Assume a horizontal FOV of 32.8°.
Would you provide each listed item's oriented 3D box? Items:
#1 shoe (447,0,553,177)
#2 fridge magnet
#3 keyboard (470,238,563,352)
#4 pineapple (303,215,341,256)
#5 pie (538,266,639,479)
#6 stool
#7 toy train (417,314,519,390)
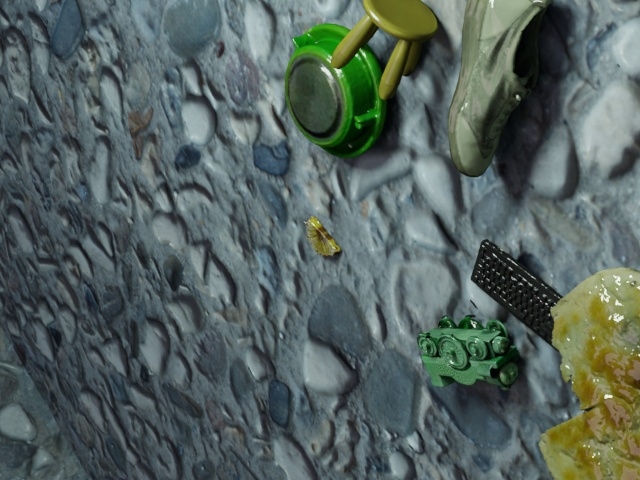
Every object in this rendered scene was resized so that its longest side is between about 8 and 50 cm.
[{"bbox_3d":[0.228,-0.203,1.388,0.098,0.103,0.275,25,128,30],"label":"shoe"},{"bbox_3d":[0.019,-0.225,1.656,0.208,0.088,0.208,28,128,42],"label":"fridge magnet"},{"bbox_3d":[0.305,0.093,1.505,0.250,0.017,0.087,42,138,33],"label":"keyboard"},{"bbox_3d":[0.000,0.000,1.855,0.083,0.019,0.045,51,138,18],"label":"pineapple"},{"bbox_3d":[0.401,0.195,1.331,0.337,0.075,0.338,2,93,44],"label":"pie"},{"bbox_3d":[0.091,-0.278,1.508,0.110,0.134,0.135,-59,41,40],"label":"stool"},{"bbox_3d":[0.219,0.171,1.614,0.178,0.071,0.105,-2,113,54],"label":"toy train"}]
